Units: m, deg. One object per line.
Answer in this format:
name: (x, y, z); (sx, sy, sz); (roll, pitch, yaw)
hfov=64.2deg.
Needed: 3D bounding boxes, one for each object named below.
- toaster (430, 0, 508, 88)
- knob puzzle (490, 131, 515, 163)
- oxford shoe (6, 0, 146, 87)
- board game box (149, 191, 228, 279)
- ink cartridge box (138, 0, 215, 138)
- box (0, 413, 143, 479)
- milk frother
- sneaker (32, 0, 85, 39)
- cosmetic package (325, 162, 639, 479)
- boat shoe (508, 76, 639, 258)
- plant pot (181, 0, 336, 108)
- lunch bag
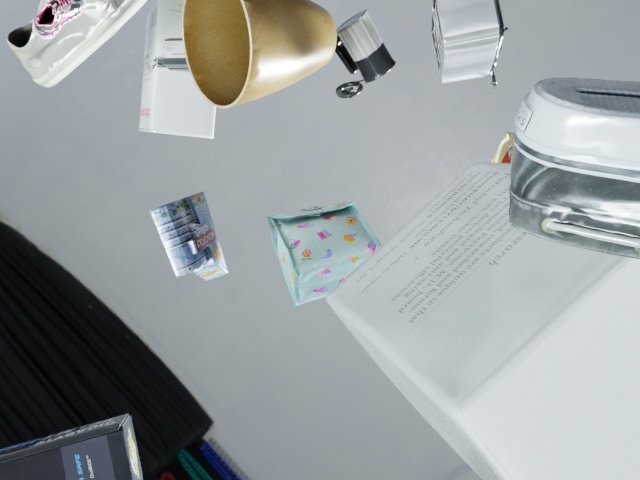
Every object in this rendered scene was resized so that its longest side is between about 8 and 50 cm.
toaster: (0.267, -0.390, 0.936); (0.110, 0.186, 0.168); (-9, 170, 10)
knob puzzle: (0.529, -0.172, 1.307); (0.213, 0.213, 0.030); (-49, -173, 30)
oxford shoe: (-0.474, -0.490, 1.041); (0.449, 0.169, 0.130); (-31, 134, 18)
board game box: (-0.271, 0.003, 1.103); (0.060, 0.194, 0.194); (-19, -170, 8)
ink cartridge box: (-0.375, -0.479, 1.360); (0.285, 0.166, 0.395); (-153, -111, -62)
box: (-0.343, 0.387, 0.583); (0.293, 0.296, 0.073); (-11, 177, -15)
milk frother: (0.075, -0.411, 1.143); (0.129, 0.135, 0.143); (-16, -148, 40)
sneaker: (-0.453, -0.404, 0.885); (0.119, 0.047, 0.057); (-56, -164, -10)
cosmetic package: (0.269, 0.128, 0.649); (0.327, 0.329, 0.393); (-41, -163, -6)
boat shoe: (0.292, -0.025, 0.325); (0.121, 0.335, 0.119); (-51, 149, -46)
plant pot: (-0.099, -0.390, 0.993); (0.254, 0.237, 0.237); (-19, 157, -38)
lunch bag: (0.000, 0.000, 1.252); (0.223, 0.262, 0.160); (-13, 135, -13)
